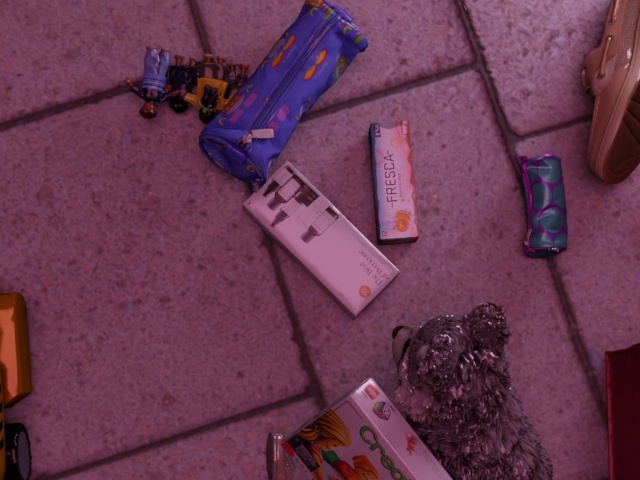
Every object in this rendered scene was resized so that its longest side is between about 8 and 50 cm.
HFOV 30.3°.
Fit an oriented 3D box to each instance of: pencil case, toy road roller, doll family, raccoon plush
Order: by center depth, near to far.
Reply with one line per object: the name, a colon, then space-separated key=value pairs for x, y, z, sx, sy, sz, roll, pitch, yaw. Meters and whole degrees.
raccoon plush: x=0.272 y=0.268 z=1.578 sx=0.446 sy=0.299 sz=0.216 roll=27 pitch=51 yaw=10
toy road roller: x=-0.522 y=0.214 z=1.631 sx=0.203 sy=0.240 sz=0.329 roll=-5 pitch=82 yaw=-2
pencil case: x=-0.054 y=-0.222 z=1.752 sx=0.119 sy=0.133 sz=0.306 roll=38 pitch=77 yaw=-8
pencil case: x=0.334 y=-0.052 z=1.780 sx=0.070 sy=0.064 sz=0.151 roll=2 pitch=80 yaw=-26
doll family: x=-0.198 y=-0.228 z=1.794 sx=0.193 sy=0.076 sz=0.111 roll=8 pitch=86 yaw=5

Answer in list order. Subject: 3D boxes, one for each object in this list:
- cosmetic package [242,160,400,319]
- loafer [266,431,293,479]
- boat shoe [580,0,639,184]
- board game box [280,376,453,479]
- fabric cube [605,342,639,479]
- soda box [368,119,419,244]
cosmetic package: x=0.000 y=0.000 z=1.767 sx=0.239 sy=0.060 sz=0.099 roll=44 pitch=84 yaw=5
loafer: x=-0.056 y=0.342 z=1.727 sx=0.039 sy=0.045 sz=0.125 roll=-1 pitch=88 yaw=-18
boat shoe: x=0.459 y=-0.247 z=1.800 sx=0.110 sy=0.122 sz=0.341 roll=11 pitch=76 yaw=38
board game box: x=0.099 y=0.344 z=1.558 sx=0.305 sy=0.193 sz=0.053 roll=51 pitch=48 yaw=5
fabric cube: x=0.554 y=0.270 z=1.641 sx=0.258 sy=0.259 sz=0.254 roll=-1 pitch=82 yaw=1
soda box: x=0.110 y=-0.086 z=1.783 sx=0.063 sy=0.058 sz=0.183 roll=-4 pitch=81 yaw=-2
